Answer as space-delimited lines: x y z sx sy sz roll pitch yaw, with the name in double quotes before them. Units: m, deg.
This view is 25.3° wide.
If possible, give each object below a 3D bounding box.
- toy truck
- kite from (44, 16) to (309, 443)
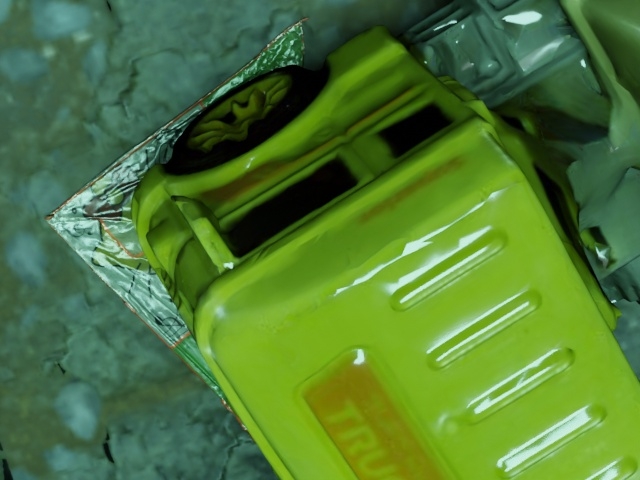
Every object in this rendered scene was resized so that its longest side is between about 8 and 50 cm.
"toy truck" 0.137 -0.037 0.525 0.405 0.254 0.181 -32 109 1
"kite" 0.000 0.000 0.639 0.244 0.006 0.198 1 103 -9
